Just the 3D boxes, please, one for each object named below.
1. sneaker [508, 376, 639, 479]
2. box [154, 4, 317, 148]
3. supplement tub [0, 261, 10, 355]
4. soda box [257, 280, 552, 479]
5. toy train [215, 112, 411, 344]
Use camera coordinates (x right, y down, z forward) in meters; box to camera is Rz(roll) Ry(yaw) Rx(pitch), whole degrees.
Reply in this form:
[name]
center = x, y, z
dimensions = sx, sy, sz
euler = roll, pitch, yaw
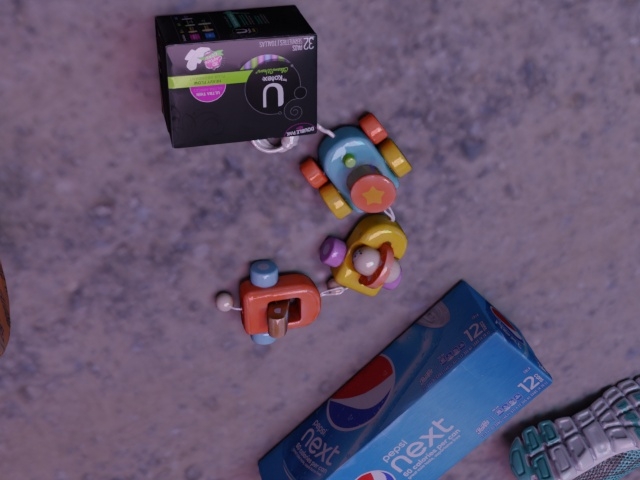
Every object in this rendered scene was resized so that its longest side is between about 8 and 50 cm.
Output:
[sneaker]
center = 0.229, 0.162, 0.820
dimensions = 0.166, 0.065, 0.076
euler = -18, 140, -1
[box]
center = -0.048, -0.093, 0.581
dimensions = 0.083, 0.052, 0.062
euler = -8, 122, -12
[supplement tub]
center = -0.329, 0.040, 0.499
dimensions = 0.316, 0.193, 0.194
euler = -19, 124, -3
[soda box]
center = 0.056, 0.131, 0.737
dimensions = 0.210, 0.067, 0.071
euler = -43, 121, 12
[toy train]
center = 0.000, 0.000, 0.655
dimensions = 0.125, 0.046, 0.166
euler = -3, 121, -14
